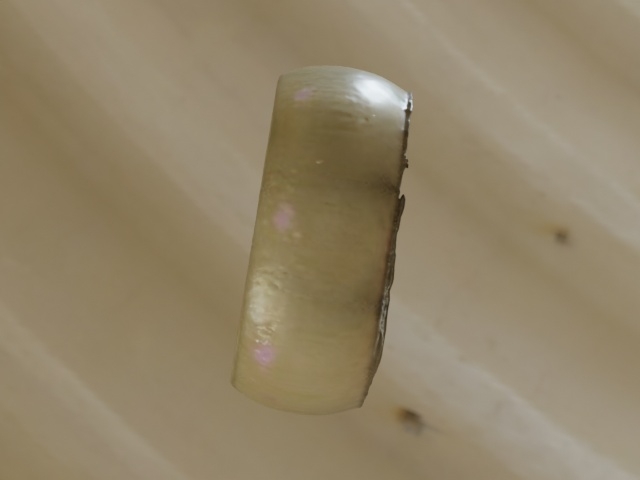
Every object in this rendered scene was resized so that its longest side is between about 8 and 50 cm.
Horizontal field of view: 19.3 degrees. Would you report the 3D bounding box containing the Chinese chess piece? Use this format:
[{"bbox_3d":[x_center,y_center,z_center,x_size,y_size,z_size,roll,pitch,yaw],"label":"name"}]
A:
[{"bbox_3d":[0.000,0.000,0.653,0.122,0.051,0.122,9,-90,-90],"label":"Chinese chess piece"}]
